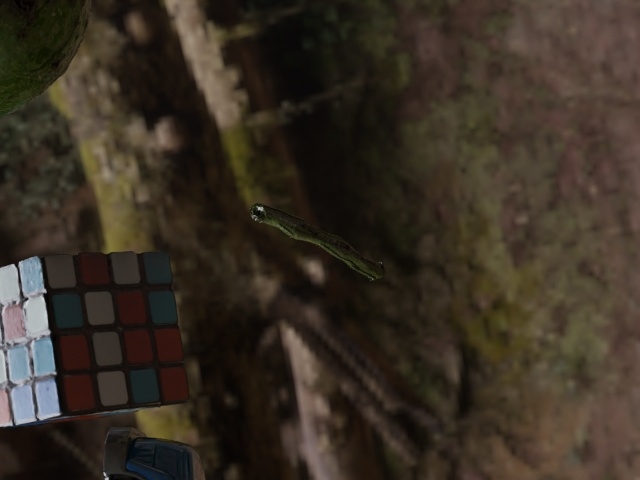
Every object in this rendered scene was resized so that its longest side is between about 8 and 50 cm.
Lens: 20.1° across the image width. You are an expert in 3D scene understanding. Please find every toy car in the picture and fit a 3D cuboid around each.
[{"bbox_3d":[-0.081,0.203,1.027,0.097,0.100,0.191,76,-167,-80],"label":"toy car"}]

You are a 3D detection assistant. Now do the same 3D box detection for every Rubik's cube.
[{"bbox_3d":[-0.237,0.096,1.704,0.155,0.154,0.151,-3,-99,-46],"label":"Rubik's cube"}]

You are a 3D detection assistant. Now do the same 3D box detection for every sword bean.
[{"bbox_3d":[0.000,0.000,0.872,0.083,0.012,0.012,28,-131,-34],"label":"sword bean"}]

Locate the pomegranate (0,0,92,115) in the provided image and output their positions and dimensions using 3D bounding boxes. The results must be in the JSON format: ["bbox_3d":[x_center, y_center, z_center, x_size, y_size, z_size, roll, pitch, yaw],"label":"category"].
[{"bbox_3d":[-0.200,-0.179,1.088,0.211,0.263,0.211,169,90,-82],"label":"pomegranate"}]
